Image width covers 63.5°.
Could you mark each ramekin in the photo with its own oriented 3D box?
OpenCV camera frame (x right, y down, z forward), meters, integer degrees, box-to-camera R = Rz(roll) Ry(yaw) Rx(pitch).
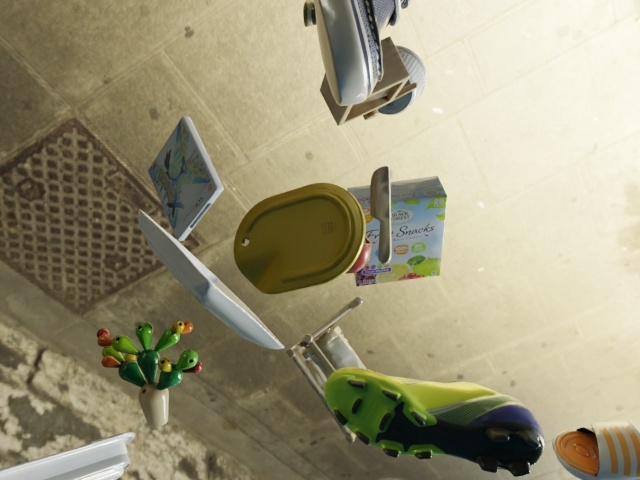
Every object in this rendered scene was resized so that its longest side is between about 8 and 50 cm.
[{"bbox_3d":[0.223,-0.496,1.632,0.207,0.109,0.207,14,135,14],"label":"ramekin"}]

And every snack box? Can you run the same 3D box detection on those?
[{"bbox_3d":[0.144,-0.013,0.994,0.174,0.070,0.207,-8,131,-1],"label":"snack box"}]

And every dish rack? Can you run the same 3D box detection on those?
[{"bbox_3d":[-0.448,0.386,0.720,0.285,0.072,0.332,-39,156,28],"label":"dish rack"}]

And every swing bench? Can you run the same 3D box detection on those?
[{"bbox_3d":[0.061,0.304,1.173,0.165,0.253,0.255,-32,169,-29],"label":"swing bench"}]

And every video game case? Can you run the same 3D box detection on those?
[{"bbox_3d":[-0.486,-0.216,1.829,0.036,0.329,0.300,-2,146,-48],"label":"video game case"}]

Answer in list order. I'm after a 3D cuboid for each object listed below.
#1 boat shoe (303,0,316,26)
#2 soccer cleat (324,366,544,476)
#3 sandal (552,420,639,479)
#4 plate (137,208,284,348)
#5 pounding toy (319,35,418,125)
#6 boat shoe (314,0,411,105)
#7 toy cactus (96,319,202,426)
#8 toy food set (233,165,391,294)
[{"bbox_3d":[0.015,-0.601,1.316,0.073,0.224,0.080,11,134,10],"label":"boat shoe"},{"bbox_3d":[0.145,0.225,0.684,0.288,0.121,0.094,15,107,1],"label":"soccer cleat"},{"bbox_3d":[0.509,0.335,0.833,0.265,0.102,0.076,7,117,-2],"label":"sandal"},{"bbox_3d":[-0.215,0.085,0.974,0.045,0.278,0.277,-46,140,-8],"label":"plate"},{"bbox_3d":[0.095,-0.305,1.003,0.181,0.206,0.094,-27,89,-8],"label":"pounding toy"},{"bbox_3d":[0.067,-0.287,0.549,0.158,0.341,0.127,-8,148,2],"label":"boat shoe"},{"bbox_3d":[-0.291,0.225,0.892,0.218,0.112,0.181,-4,97,18],"label":"toy cactus"},{"bbox_3d":[0.000,0.000,0.648,0.217,0.128,0.071,-13,161,22],"label":"toy food set"}]
